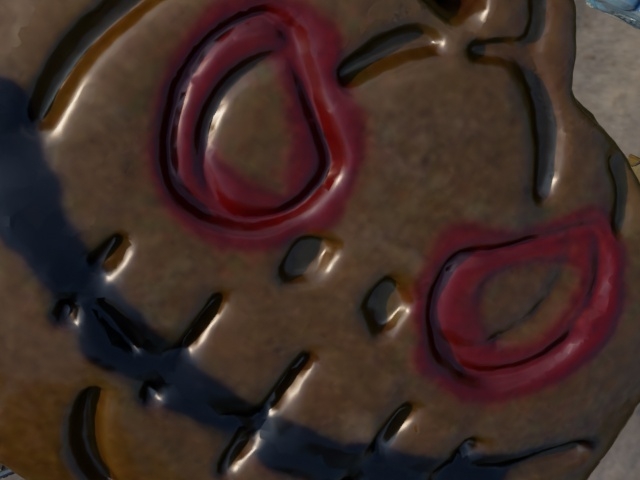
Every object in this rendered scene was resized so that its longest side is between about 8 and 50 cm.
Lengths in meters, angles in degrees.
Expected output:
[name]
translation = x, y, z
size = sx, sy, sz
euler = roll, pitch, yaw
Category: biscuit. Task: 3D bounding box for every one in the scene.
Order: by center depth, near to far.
[biscuit]
translation = 0.000, 0.001, 0.561
size = 0.367, 0.063, 0.314
euler = 32, 102, -22

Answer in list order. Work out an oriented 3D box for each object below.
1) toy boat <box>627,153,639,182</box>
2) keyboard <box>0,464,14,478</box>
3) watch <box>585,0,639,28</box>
[toy boat]
translation = 0.378, -0.029, 1.459
size = 0.047, 0.049, 0.149
euler = -29, 93, -1
[keyboard]
translation = -0.382, 0.259, 1.674
size = 0.067, 0.202, 0.011
euler = -21, 103, -2
[watch]
translation = 0.459, -0.368, 1.701
size = 0.211, 0.211, 0.193
euler = 22, 101, -19
